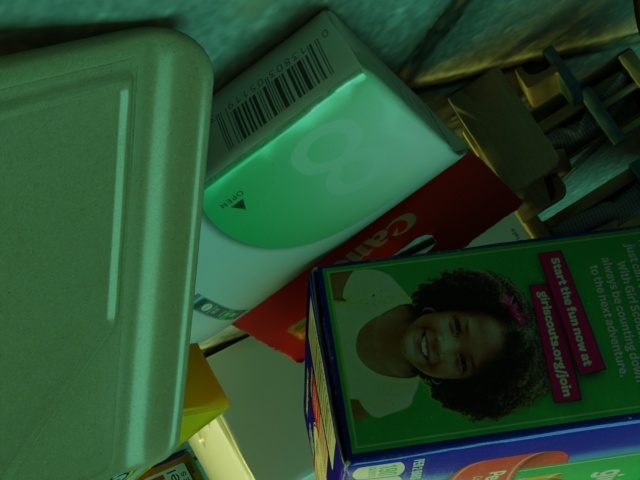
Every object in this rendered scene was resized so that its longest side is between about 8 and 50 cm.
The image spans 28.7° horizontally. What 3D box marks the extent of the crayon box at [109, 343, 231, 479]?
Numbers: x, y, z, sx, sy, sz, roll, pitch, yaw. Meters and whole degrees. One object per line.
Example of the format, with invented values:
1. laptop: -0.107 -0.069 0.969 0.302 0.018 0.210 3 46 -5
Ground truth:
1. crayon box: -0.276 0.160 0.691 0.363 0.106 0.313 -39 162 23

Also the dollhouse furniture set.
1. dollhouse furniture set: 0.184 -0.051 0.821 0.129 0.129 0.184 -33 163 7

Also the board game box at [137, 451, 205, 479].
1. board game box: -0.247 0.483 1.213 0.356 0.356 0.356 -19 159 -34

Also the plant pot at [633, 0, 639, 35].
1. plant pot: 0.210 -0.168 0.460 0.215 0.215 0.230 -32 149 5

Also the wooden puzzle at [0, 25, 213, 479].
1. wooden puzzle: -0.147 0.036 0.487 0.239 0.044 0.220 -21 127 -46

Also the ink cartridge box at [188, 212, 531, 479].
1. ink cartridge box: 0.047 0.124 1.080 0.308 0.129 0.223 -26 163 -16

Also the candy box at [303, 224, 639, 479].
1. candy box: 0.155 0.095 0.757 0.317 0.122 0.268 -9 156 -5

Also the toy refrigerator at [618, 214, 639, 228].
1. toy refrigerator: 0.309 -0.003 1.024 0.102 0.094 0.269 -23 -166 31

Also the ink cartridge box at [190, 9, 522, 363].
1. ink cartridge box: 0.000 0.000 0.668 0.181 0.056 0.225 -36 139 15
